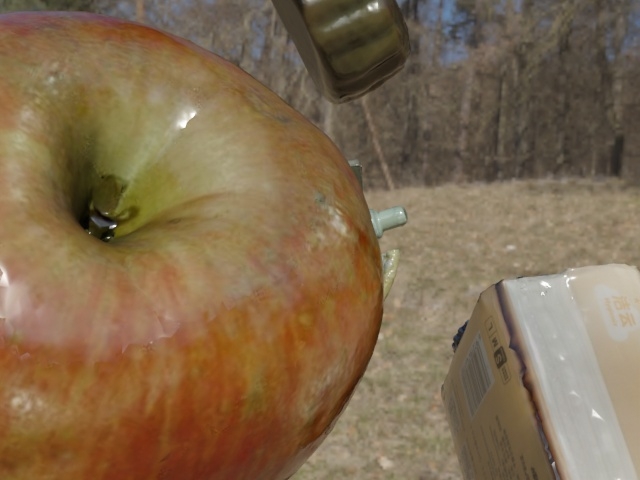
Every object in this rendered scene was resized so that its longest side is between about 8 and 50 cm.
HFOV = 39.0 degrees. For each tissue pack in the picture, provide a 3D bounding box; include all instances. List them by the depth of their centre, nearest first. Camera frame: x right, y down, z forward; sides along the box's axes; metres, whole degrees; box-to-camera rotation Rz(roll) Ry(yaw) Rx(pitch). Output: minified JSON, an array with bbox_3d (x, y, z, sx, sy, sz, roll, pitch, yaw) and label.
[{"bbox_3d":[0.246,0.198,0.722,0.239,0.305,0.238,-7,-34,-5],"label":"tissue pack"}]

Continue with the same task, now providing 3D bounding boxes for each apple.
[{"bbox_3d":[-0.134,0.034,0.480,0.302,0.301,0.301,5,-5,0],"label":"apple"}]

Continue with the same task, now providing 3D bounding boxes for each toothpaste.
[{"bbox_3d":[0.000,0.000,1.082,0.216,0.062,0.037,-18,19,13],"label":"toothpaste"}]

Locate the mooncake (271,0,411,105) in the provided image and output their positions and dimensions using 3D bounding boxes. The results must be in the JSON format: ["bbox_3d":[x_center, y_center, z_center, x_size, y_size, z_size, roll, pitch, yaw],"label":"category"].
[{"bbox_3d":[0.027,-0.365,1.420,0.161,0.290,0.290,-27,-5,-1],"label":"mooncake"}]

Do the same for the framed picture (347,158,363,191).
[{"bbox_3d":[-0.067,-0.023,1.208,0.260,0.023,0.189,-7,-40,2],"label":"framed picture"}]

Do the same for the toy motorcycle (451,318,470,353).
[{"bbox_3d":[0.228,0.110,0.961,0.212,0.118,0.084,33,15,-45],"label":"toy motorcycle"}]

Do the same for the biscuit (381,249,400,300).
[{"bbox_3d":[0.090,0.103,1.817,0.040,0.188,0.265,22,-45,-15],"label":"biscuit"}]
